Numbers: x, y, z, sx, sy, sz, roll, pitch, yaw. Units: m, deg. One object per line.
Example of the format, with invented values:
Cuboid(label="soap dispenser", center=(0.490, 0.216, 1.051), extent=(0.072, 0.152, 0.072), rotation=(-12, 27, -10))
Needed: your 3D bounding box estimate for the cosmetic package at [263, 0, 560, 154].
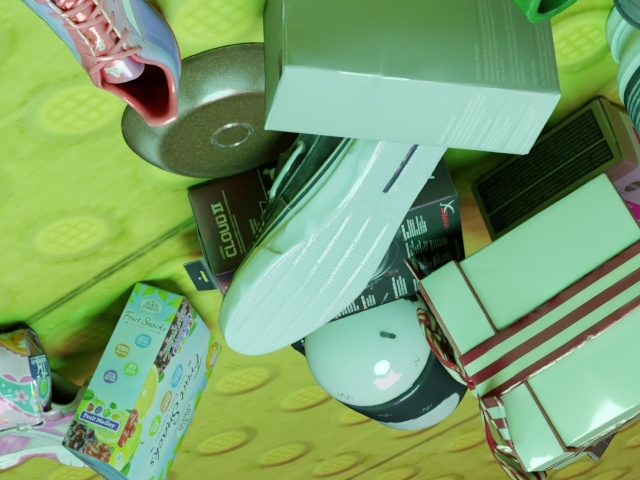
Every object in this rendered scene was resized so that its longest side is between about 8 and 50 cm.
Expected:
Cuboid(label="cosmetic package", center=(0.072, -0.156, 1.206), extent=(0.238, 0.127, 0.107), rotation=(5, 150, -8))

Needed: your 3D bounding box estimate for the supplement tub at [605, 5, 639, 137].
Cuboid(label="supplement tub", center=(0.401, -0.124, 1.369), extent=(0.191, 0.272, 0.191), rotation=(-15, 154, -8))

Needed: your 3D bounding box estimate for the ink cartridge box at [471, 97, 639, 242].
Cuboid(label="ink cartridge box", center=(0.323, -0.057, 1.661), extent=(0.193, 0.088, 0.235), rotation=(-35, 149, 33))

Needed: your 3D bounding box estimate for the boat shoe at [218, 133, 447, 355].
Cuboid(label="boat shoe", center=(0.008, -0.040, 1.364), extent=(0.121, 0.119, 0.335), rotation=(24, 111, -43))

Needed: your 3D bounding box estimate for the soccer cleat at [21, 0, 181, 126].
Cuboid(label="soccer cleat", center=(-0.176, -0.173, 1.103), extent=(0.083, 0.095, 0.248), rotation=(-24, 154, 12))

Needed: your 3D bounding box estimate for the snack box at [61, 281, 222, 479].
Cuboid(label="snack box", center=(-0.201, 0.177, 1.653), extent=(0.070, 0.207, 0.174), rotation=(18, 160, 19))

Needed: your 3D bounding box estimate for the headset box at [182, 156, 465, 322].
Cuboid(label="headset box", center=(0.000, 0.000, 1.535), extent=(0.293, 0.110, 0.218), rotation=(-19, 154, 1))

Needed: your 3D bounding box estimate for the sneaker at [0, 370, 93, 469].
Cuboid(label="sneaker", center=(-0.360, 0.211, 1.744), extent=(0.252, 0.111, 0.103), rotation=(-4, -163, 5))

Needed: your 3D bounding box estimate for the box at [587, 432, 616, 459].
Cuboid(label="box", center=(0.340, 0.156, 1.896), extent=(0.203, 0.168, 0.167), rotation=(-56, 152, -2))

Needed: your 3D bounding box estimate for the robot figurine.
Cuboid(label="robot figurine", center=(0.091, 0.141, 1.807), extent=(0.209, 0.173, 0.278), rotation=(-36, 151, 11))

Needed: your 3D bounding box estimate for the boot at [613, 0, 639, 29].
Cuboid(label="boot", center=(0.353, -0.305, 1.058), extent=(0.338, 0.118, 0.223), rotation=(-36, 172, 3))

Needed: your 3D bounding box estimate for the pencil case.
Cuboid(label="pencil case", center=(-0.438, 0.186, 1.607), extent=(0.284, 0.124, 0.124), rotation=(-14, 154, -6))

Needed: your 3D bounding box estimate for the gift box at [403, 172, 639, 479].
Cuboid(label="gift box", center=(0.247, 0.089, 1.487), extent=(0.258, 0.255, 0.276), rotation=(-33, 159, 12))

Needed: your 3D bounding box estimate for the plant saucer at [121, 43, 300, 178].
Cuboid(label="plant saucer", center=(-0.087, -0.112, 1.350), extent=(0.199, 0.036, 0.198), rotation=(-15, 155, -7))

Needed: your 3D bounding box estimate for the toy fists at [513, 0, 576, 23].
Cuboid(label="toy fists", center=(0.177, -0.296, 1.047), extent=(0.096, 0.142, 0.279), rotation=(-26, 159, -25))
